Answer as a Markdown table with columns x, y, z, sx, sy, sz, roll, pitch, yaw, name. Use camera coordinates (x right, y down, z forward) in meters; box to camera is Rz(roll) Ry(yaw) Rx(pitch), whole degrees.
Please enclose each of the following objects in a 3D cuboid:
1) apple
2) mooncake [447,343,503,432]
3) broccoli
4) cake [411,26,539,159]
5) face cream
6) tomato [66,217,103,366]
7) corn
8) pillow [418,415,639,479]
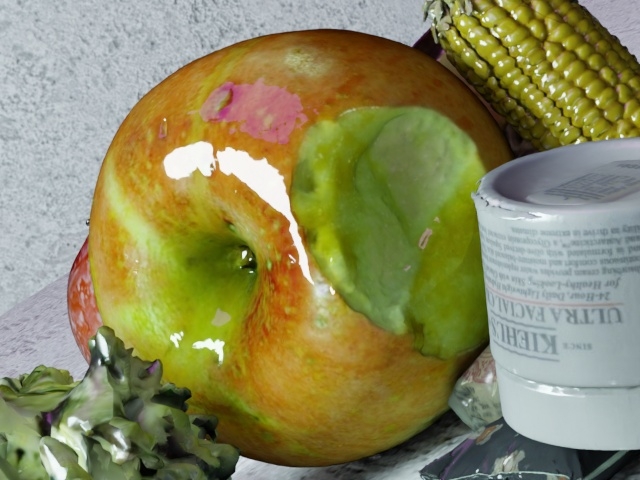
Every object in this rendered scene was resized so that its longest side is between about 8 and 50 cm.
| x | y | z | sx | sy | sz | roll | pitch | yaw | name |
| --- | --- | --- | --- | --- | --- | --- | --- | --- | --- |
| 0.000 | 0.000 | 1.491 | 0.339 | 0.339 | 0.339 | -29 | 11 | 6 | apple |
| 0.163 | 0.082 | 1.367 | 0.130 | 0.073 | 0.125 | -34 | 9 | -27 | mooncake |
| -0.216 | 0.218 | 1.363 | 0.334 | 0.324 | 0.272 | -43 | -29 | -18 | broccoli |
| 0.154 | -0.085 | 1.664 | 0.208 | 0.178 | 0.185 | -37 | -22 | -36 | cake |
| 0.188 | 0.027 | 1.199 | 0.177 | 0.153 | 0.177 | -9 | 14 | 2 | face cream |
| -0.095 | 0.052 | 1.780 | 0.270 | 0.227 | 0.270 | -26 | -13 | -6 | tomato |
| 0.205 | -0.094 | 1.463 | 0.115 | 0.318 | 0.115 | -42 | -8 | -8 | corn |
| 0.141 | 0.136 | 1.240 | 0.150 | 0.048 | 0.090 | -10 | 29 | 50 | pillow |
